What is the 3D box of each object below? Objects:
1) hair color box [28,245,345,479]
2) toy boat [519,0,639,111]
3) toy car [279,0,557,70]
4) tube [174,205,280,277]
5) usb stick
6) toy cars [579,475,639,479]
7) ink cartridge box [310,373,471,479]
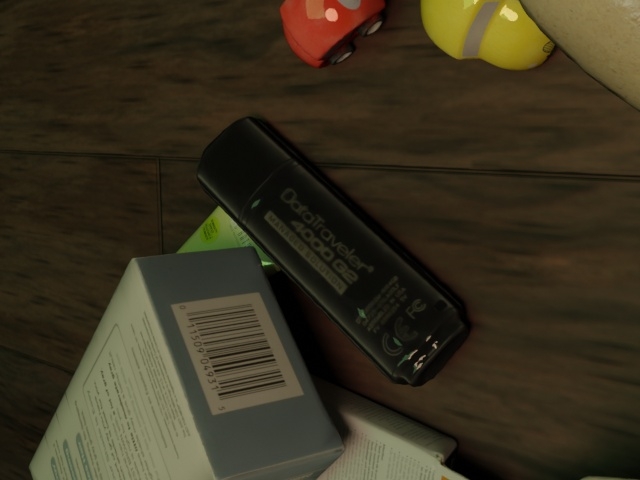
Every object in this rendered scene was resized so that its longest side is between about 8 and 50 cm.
[{"bbox_3d":[-0.138,0.189,0.797,0.374,0.114,0.185,-54,52,43],"label":"hair color box"},{"bbox_3d":[0.233,-0.183,0.376,0.318,0.268,0.148,-61,18,15],"label":"toy boat"},{"bbox_3d":[0.032,-0.211,0.601,0.239,0.053,0.225,11,127,43],"label":"toy car"},{"bbox_3d":[-0.122,0.045,0.845,0.070,0.062,0.240,41,124,-14],"label":"tube"},{"bbox_3d":[0.000,0.000,0.717,0.077,0.045,0.278,-48,59,3],"label":"usb stick"},{"bbox_3d":[0.185,0.135,0.429,0.177,0.393,0.087,9,73,6],"label":"toy cars"},{"bbox_3d":[0.041,0.241,0.718,0.224,0.045,0.223,20,110,42],"label":"ink cartridge box"}]
